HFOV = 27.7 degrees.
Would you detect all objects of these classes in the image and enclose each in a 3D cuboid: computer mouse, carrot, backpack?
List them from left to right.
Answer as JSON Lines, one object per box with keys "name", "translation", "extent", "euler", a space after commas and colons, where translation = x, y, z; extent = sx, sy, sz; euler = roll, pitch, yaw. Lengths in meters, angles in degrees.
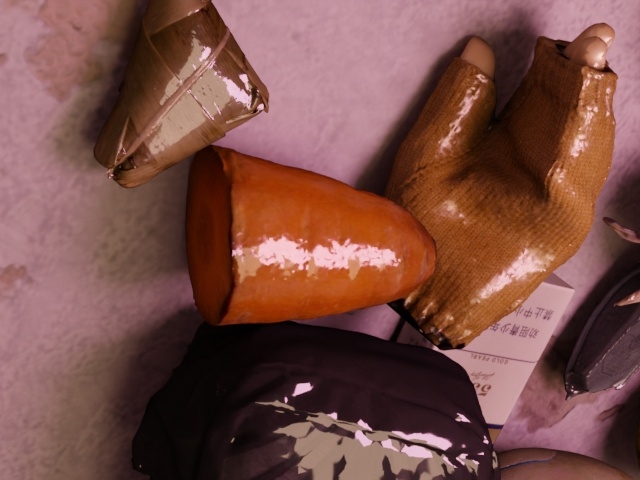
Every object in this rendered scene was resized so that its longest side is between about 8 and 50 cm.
{"name": "backpack", "translation": [-0.033, 0.288, 1.288], "extent": [0.363, 0.255, 0.446], "euler": [17, 109, -19]}
{"name": "carrot", "translation": [0.000, 0.000, 1.168], "extent": [0.225, 0.159, 0.159], "euler": [2, 117, -16]}
{"name": "computer mouse", "translation": [0.362, 0.096, 1.543], "extent": [0.231, 0.071, 0.126], "euler": [-52, 146, 14]}

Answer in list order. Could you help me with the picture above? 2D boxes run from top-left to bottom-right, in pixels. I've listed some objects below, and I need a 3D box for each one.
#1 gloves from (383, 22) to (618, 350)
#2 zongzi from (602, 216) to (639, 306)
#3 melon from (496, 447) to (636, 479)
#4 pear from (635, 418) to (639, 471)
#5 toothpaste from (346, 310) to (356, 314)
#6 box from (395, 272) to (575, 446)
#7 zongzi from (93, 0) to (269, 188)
{"name": "gloves", "translation": [0.176, -0.060, 1.269], "extent": [0.155, 0.203, 0.356], "euler": [2, 124, -57]}
{"name": "zongzi", "translation": [0.542, 0.092, 1.497], "extent": [0.500, 0.218, 0.467], "euler": [-33, 130, -32]}
{"name": "melon", "translation": [0.275, 0.384, 1.536], "extent": [0.330, 0.268, 0.269], "euler": [27, 102, -32]}
{"name": "pear", "translation": [0.532, 0.270, 1.620], "extent": [0.283, 0.283, 0.284], "euler": [-15, 125, -23]}
{"name": "toothpaste", "translation": [0.007, 0.051, 1.334], "extent": [0.083, 0.015, 0.024], "euler": [36, 97, -35]}
{"name": "box", "translation": [0.156, 0.138, 1.439], "extent": [0.168, 0.071, 0.259], "euler": [14, 110, -36]}
{"name": "zongzi", "translation": [-0.145, -0.145, 1.084], "extent": [0.160, 0.078, 0.176], "euler": [-35, 120, -8]}
